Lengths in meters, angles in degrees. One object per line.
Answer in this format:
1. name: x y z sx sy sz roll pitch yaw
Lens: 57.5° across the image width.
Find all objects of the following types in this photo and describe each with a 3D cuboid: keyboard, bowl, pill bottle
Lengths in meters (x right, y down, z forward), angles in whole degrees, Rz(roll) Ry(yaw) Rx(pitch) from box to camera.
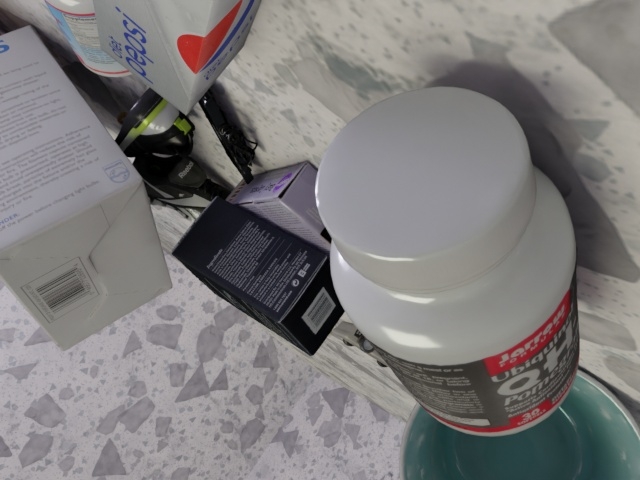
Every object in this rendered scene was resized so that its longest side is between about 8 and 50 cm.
1. keyboard: -0.112 -0.138 0.743 0.100 0.038 0.192 55 175 23
2. bowl: 0.276 0.306 0.814 0.312 0.311 0.163 31 -176 16
3. pill bottle: -0.207 -0.227 0.536 0.087 0.087 0.160 34 165 7
4. pill bottle: 0.112 0.034 0.470 0.176 0.176 0.318 25 163 35

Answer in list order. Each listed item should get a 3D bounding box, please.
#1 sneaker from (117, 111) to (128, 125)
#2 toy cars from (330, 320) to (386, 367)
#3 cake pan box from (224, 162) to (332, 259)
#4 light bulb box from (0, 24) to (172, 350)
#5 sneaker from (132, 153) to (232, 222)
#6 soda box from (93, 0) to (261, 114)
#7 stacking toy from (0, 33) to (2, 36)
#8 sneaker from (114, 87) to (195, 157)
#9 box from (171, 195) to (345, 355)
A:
1. sneaker: -0.306 -0.191 0.999 0.083 0.032 0.037 37 180 12
2. toy cars: 0.041 0.166 1.240 0.394 0.087 0.176 25 168 23
3. cake pan box: 0.000 0.000 0.833 0.246 0.070 0.267 38 165 -19
4. light bulb box: -0.445 -0.073 0.951 0.361 0.225 0.357 50 156 20
5. sneaker: -0.218 -0.089 0.990 0.235 0.078 0.106 20 140 -3
6. soda box: -0.093 -0.187 0.400 0.098 0.091 0.286 38 165 -11
7. stacking toy: -0.632 -0.280 1.063 0.351 0.350 0.480 24 180 37
8. sneaker: -0.242 -0.149 0.867 0.097 0.084 0.235 38 166 -16
9. box: -0.079 0.051 0.824 0.207 0.108 0.153 29 164 27
